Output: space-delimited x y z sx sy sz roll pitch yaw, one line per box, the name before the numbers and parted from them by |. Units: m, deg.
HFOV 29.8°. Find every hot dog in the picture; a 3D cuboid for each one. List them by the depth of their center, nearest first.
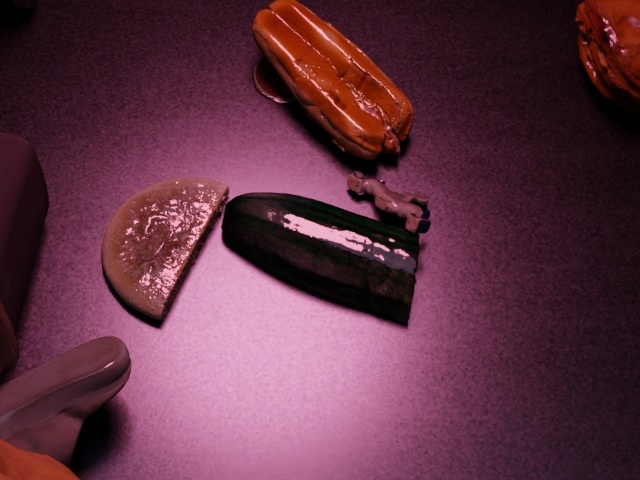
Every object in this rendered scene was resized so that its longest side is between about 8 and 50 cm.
hot dog | 0.010 -0.202 1.487 0.109 0.072 0.269 -35 72 -23
hot dog | 0.459 -0.258 1.533 0.272 0.122 0.196 -13 63 -16

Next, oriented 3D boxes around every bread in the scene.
bread | -0.191 -0.009 1.380 0.112 0.036 0.193 20 59 9

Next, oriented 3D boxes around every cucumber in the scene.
cucumber | 0.000 0.000 1.376 0.244 0.063 0.115 15 58 7

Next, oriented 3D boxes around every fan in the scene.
fan | -0.026 -0.223 1.538 0.133 0.005 0.085 -37 69 -22

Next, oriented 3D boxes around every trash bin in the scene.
trash bin | -0.407 0.027 1.262 0.209 0.182 0.290 5 53 5

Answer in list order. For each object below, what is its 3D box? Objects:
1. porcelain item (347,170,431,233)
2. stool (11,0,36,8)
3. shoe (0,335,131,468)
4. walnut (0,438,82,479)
porcelain item | 0.098 -0.048 1.421 0.075 0.021 0.136 -8 33 -38
stool | -0.480 -0.467 1.476 0.226 0.310 0.310 -9 57 -9
shoe | -0.294 0.194 1.225 0.251 0.103 0.100 -31 109 -7
walnut | -0.323 0.316 1.008 0.383 0.383 0.384 2 59 -3
